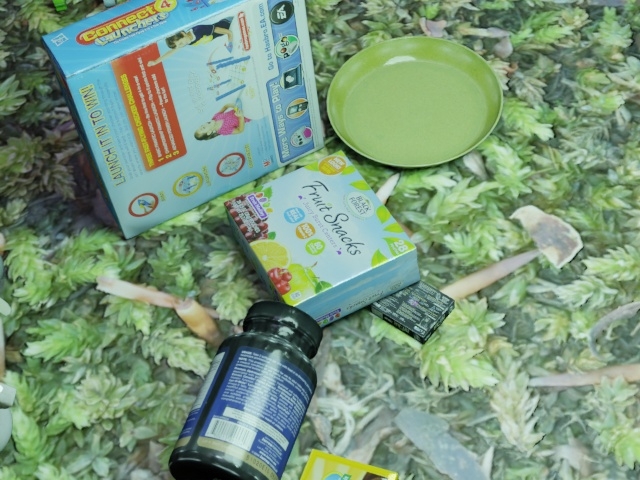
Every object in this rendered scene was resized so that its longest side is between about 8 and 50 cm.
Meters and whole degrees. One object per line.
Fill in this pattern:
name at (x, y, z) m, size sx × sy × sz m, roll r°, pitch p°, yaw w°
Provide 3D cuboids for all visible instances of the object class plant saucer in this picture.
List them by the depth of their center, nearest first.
plant saucer at (0.130, -0.185, 1.613) m, size 0.241 × 0.037 × 0.240 m, roll -3°, pitch 54°, yaw 4°

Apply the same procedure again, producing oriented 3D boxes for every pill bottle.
pill bottle at (-0.076, 0.182, 1.317) m, size 0.123 × 0.122 × 0.219 m, roll 13°, pitch 57°, yaw 15°

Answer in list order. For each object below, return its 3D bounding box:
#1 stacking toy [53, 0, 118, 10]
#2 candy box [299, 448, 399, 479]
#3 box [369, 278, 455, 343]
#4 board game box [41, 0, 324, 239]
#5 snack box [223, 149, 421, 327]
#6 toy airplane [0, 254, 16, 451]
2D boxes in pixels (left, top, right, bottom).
stacking toy at (-0.317, -0.345, 1.770) m, size 0.167 × 0.052 × 0.221 m, roll -14°, pitch 53°, yaw -4°
candy box at (0.004, 0.331, 1.259) m, size 0.105 × 0.027 × 0.205 m, roll 12°, pitch 56°, yaw 18°
box at (0.112, 0.080, 1.434) m, size 0.083 × 0.018 × 0.067 m, roll 30°, pitch 62°, yaw 25°
board game box at (-0.158, -0.181, 1.476) m, size 0.302 × 0.308 × 0.086 m, roll -26°, pitch 55°, yaw -13°
snack box at (0.000, 0.000, 1.463) m, size 0.175 × 0.070 × 0.207 m, roll -24°, pitch 50°, yaw -11°
toy airplane at (-0.440, 0.170, 1.275) m, size 0.386 × 0.272 × 0.384 m, roll -48°, pitch 43°, yaw 12°
